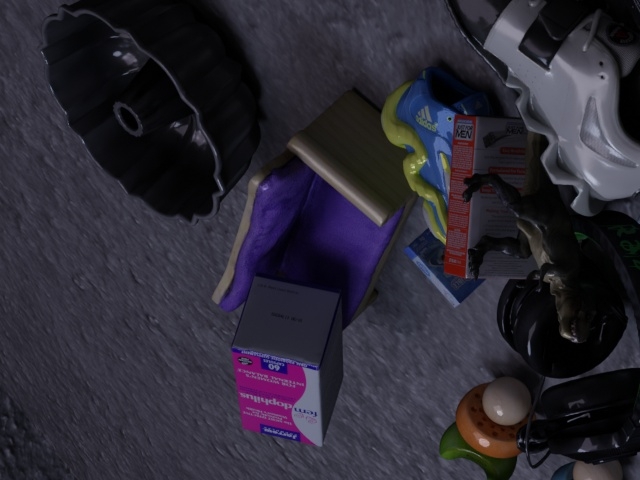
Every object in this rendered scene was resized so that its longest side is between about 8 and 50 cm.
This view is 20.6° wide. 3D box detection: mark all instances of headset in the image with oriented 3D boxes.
[{"bbox_3d":[0.304,0.129,1.894,0.394,0.185,0.243,113,143,-54],"label":"headset"}]

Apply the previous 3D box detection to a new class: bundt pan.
[{"bbox_3d":[-0.203,-0.187,2.247,0.331,0.124,0.331,35,148,26],"label":"bundt pan"}]

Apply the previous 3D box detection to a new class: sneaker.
[{"bbox_3d":[0.236,-0.193,1.667,0.146,0.122,0.330,-26,103,42],"label":"sneaker"},{"bbox_3d":[0.151,-0.083,1.887,0.240,0.091,0.126,56,147,16],"label":"sneaker"}]

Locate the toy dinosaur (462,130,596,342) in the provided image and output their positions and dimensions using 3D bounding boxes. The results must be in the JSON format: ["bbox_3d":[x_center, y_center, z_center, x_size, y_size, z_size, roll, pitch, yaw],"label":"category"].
[{"bbox_3d":[0.204,-0.022,1.770,0.064,0.118,0.268,95,167,-80],"label":"toy dinosaur"}]

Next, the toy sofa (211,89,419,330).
[{"bbox_3d":[0.000,0.000,2.137,0.150,0.177,0.362,41,150,11],"label":"toy sofa"}]

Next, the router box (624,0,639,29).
[{"bbox_3d":[0.315,-0.246,1.538,0.133,0.046,0.179,-5,122,54],"label":"router box"}]

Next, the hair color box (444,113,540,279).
[{"bbox_3d":[0.184,-0.045,1.828,0.053,0.093,0.167,-164,77,-64],"label":"hair color box"}]

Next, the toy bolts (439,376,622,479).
[{"bbox_3d":[0.252,0.294,2.146,0.228,0.218,0.158,25,142,4],"label":"toy bolts"}]

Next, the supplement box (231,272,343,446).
[{"bbox_3d":[-0.037,0.150,2.175,0.111,0.114,0.220,11,150,9],"label":"supplement box"}]

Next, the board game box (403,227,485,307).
[{"bbox_3d":[0.157,0.015,2.027,0.090,0.090,0.020,48,155,0],"label":"board game box"}]

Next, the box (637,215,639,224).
[{"bbox_3d":[0.369,-0.015,1.764,0.094,0.027,0.137,38,150,17],"label":"box"}]
